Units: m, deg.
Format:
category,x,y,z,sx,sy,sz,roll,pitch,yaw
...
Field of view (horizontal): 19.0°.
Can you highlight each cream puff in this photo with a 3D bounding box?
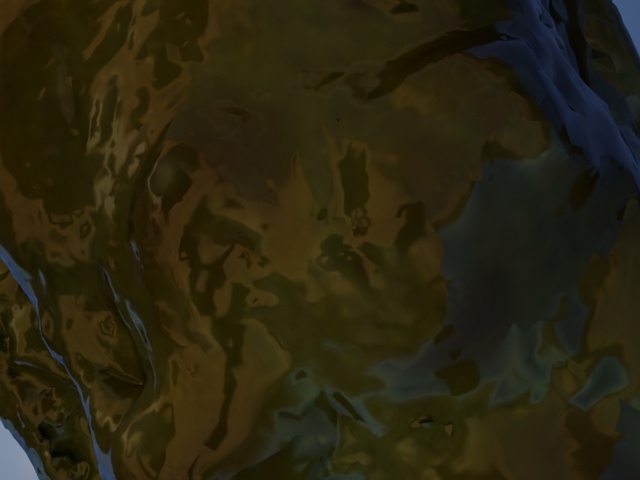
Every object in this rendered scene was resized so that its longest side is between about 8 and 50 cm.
category,x,y,z,sx,sy,sz,roll,pitch,yaw
cream puff,0.001,0.002,0.492,0.185,0.282,0.282,-29,-109,12
